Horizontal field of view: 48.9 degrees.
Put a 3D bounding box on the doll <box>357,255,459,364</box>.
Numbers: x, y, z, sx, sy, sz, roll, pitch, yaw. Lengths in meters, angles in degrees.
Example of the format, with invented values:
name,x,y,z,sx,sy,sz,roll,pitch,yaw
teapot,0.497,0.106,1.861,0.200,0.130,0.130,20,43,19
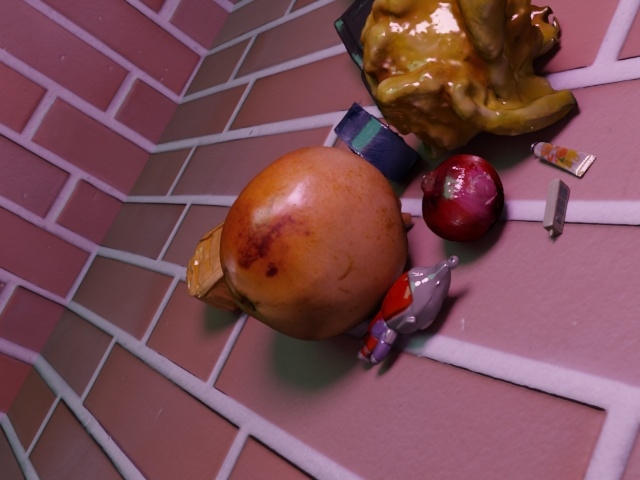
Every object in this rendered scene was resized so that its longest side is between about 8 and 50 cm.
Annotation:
name,x,y,z,sx,sy,sz,roll,pitch,yaw
doll,0.124,0.096,1.010,0.227,0.075,0.102,-51,18,32

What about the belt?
name,x,y,z,sx,sy,sz,roll,pitch,yaw
belt,0.096,-0.172,1.250,0.082,0.141,0.190,-50,28,10

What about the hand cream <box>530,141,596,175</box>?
name,x,y,z,sx,sy,sz,roll,pitch,yaw
hand cream,0.328,-0.115,0.961,0.035,0.022,0.102,-49,33,-1

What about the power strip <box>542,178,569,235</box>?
name,x,y,z,sx,sy,sz,roll,pitch,yaw
power strip,0.306,-0.042,0.915,0.017,0.027,0.083,-15,51,51

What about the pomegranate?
name,x,y,z,sx,sy,sz,roll,pitch,yaw
pomegranate,0.000,0.000,1.104,0.319,0.319,0.319,-38,34,32

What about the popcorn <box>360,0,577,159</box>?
name,x,y,z,sx,sy,sz,roll,pitch,yaw
popcorn,0.212,-0.255,1.045,0.290,0.325,0.321,-52,-12,21

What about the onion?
name,x,y,z,sx,sy,sz,roll,pitch,yaw
onion,0.200,-0.060,1.002,0.131,0.131,0.131,-38,34,32

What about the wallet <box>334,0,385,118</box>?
name,x,y,z,sx,sy,sz,roll,pitch,yaw
wallet,0.158,-0.424,1.422,0.247,0.041,0.323,-44,50,27

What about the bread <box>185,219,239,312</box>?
name,x,y,z,sx,sy,sz,roll,pitch,yaw
bread,-0.166,0.041,1.453,0.250,0.133,0.179,-40,34,31
